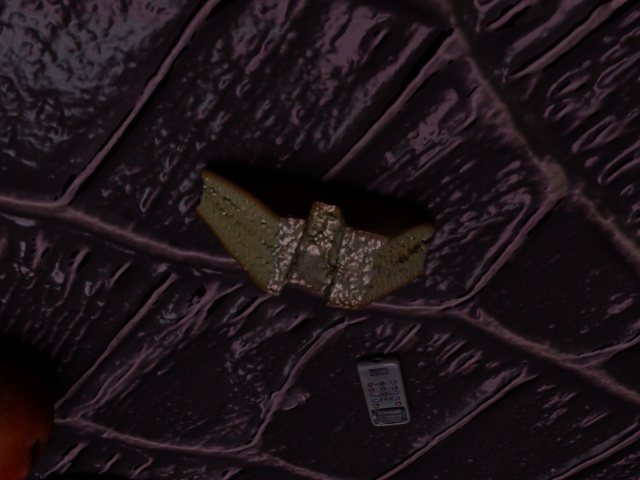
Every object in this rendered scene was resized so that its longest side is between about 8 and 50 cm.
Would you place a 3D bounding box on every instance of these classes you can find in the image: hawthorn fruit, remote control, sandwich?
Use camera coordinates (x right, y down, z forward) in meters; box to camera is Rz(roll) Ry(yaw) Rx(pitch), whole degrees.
[{"bbox_3d":[-0.384,0.208,0.841,0.172,0.173,0.173,0,131,0],"label":"hawthorn fruit"},{"bbox_3d":[0.078,0.185,0.917,0.053,0.018,0.124,-8,131,7],"label":"remote control"},{"bbox_3d":[0.000,0.000,0.707,0.244,0.088,0.090,13,126,-11],"label":"sandwich"}]

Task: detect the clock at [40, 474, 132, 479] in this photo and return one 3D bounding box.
[{"bbox_3d":[-0.332,0.455,1.123,0.312,0.061,0.313,0,131,0],"label":"clock"}]
